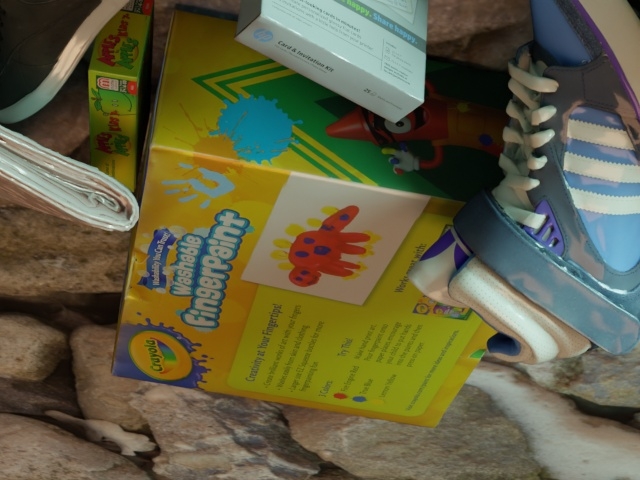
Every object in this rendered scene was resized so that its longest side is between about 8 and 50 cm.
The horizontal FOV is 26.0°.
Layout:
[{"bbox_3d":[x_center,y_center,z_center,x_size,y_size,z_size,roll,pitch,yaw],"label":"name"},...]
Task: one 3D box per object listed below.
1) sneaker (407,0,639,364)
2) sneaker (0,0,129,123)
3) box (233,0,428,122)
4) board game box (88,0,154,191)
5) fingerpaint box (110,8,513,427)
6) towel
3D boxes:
[{"bbox_3d":[0.160,-0.048,1.080,0.236,0.130,0.323,-27,113,4],"label":"sneaker"},{"bbox_3d":[-0.248,-0.210,1.134,0.146,0.105,0.295,25,140,-23],"label":"sneaker"},{"bbox_3d":[0.015,-0.196,1.014,0.145,0.186,0.038,25,142,-28],"label":"box"},{"bbox_3d":[-0.179,-0.132,1.251,0.043,0.092,0.181,8,149,-4],"label":"board game box"},{"bbox_3d":[0.000,0.000,1.369,0.371,0.163,0.445,10,148,-7],"label":"fingerpaint box"},{"bbox_3d":[-0.356,-0.110,1.229,0.317,0.053,0.332,32,171,-36],"label":"towel"}]
